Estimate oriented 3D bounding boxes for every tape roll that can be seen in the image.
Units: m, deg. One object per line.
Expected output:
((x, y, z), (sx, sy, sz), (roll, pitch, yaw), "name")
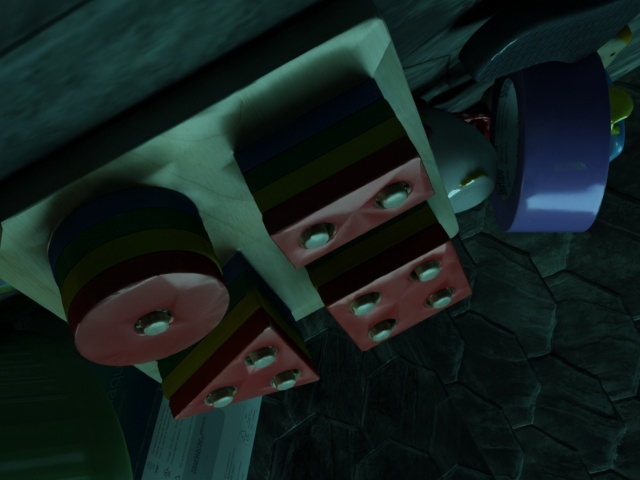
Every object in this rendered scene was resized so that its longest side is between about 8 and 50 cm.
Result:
((0.225, -0.102, 0.881), (0.080, 0.189, 0.189), (0, 177, 0), "tape roll")

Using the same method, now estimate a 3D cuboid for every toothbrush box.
((-0.203, 0.162, 0.825), (0.295, 0.126, 0.216), (-18, -132, 36), "toothbrush box")

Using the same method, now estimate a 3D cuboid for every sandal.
((0.204, -0.193, 0.732), (0.254, 0.054, 0.097), (-20, 163, -44), "sandal")

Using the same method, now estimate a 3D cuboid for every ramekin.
((-0.298, 0.216, 0.663), (0.303, 0.303, 0.148), (-30, 157, 29), "ramekin")

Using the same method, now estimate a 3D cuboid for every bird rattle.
((0.252, -0.186, 1.034), (0.253, 0.143, 0.207), (-13, 160, -21), "bird rattle")

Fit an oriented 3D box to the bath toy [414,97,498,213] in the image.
((0.017, -0.038, 0.942), (0.348, 0.129, 0.151), (-29, 158, 16), "bath toy")

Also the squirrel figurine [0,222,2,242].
((-0.275, 0.233, 0.395), (0.397, 0.370, 0.281), (-30, 177, 29), "squirrel figurine")

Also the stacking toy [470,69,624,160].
((0.284, -0.160, 1.324), (0.302, 0.175, 0.166), (-16, 173, -10), "stacking toy")

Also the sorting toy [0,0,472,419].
((-0.035, 0.016, 0.549), (0.255, 0.089, 0.257), (-28, 149, 4), "sorting toy")

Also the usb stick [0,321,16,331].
((-0.419, 0.149, 0.883), (0.278, 0.045, 0.077), (-29, 170, 24), "usb stick")

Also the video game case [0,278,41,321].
((-0.216, 0.021, 0.726), (0.193, 0.023, 0.212), (-28, 177, 3), "video game case")
